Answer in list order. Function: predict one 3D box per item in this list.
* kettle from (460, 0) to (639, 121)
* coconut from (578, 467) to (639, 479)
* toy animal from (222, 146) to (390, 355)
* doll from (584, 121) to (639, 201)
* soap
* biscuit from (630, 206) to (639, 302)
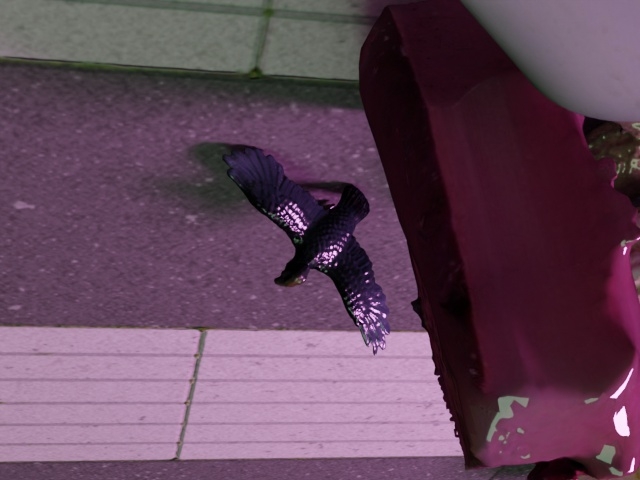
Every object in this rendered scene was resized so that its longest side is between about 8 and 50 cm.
[{"bbox_3d":[0.118,-0.222,0.414,0.265,0.205,0.318,-17,145,36],"label":"kettle"},{"bbox_3d":[0.471,0.356,1.394,0.204,0.236,0.236,45,131,-9],"label":"coconut"},{"bbox_3d":[0.000,0.000,0.849,0.062,0.108,0.220,-26,108,35],"label":"toy animal"},{"bbox_3d":[0.232,-0.062,0.815,0.286,0.091,0.202,0,138,11],"label":"doll"},{"bbox_3d":[0.115,0.000,0.640,0.127,0.324,0.220,-15,159,3],"label":"soap"},{"bbox_3d":[0.376,0.040,0.922,0.426,0.078,0.144,9,160,-37],"label":"biscuit"}]
